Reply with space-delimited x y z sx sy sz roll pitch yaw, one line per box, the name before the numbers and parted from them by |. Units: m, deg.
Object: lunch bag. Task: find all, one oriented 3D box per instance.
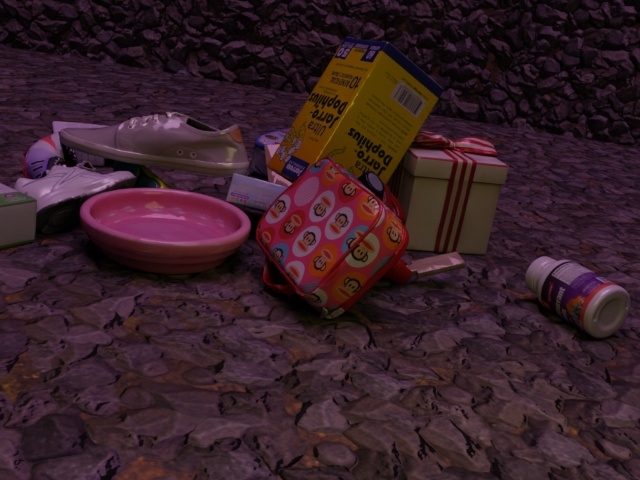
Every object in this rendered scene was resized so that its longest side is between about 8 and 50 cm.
lunch bag | 0.000 0.000 1.396 0.120 0.258 0.293 41 6 -37
lunch bag | -0.050 -0.244 2.219 0.243 0.115 0.303 17 22 16

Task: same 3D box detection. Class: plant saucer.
plant saucer | -0.307 -0.018 1.511 0.332 0.084 0.332 9 19 -3

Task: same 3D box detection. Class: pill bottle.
pill bottle | 0.495 0.103 1.488 0.108 0.108 0.193 -2 22 -28

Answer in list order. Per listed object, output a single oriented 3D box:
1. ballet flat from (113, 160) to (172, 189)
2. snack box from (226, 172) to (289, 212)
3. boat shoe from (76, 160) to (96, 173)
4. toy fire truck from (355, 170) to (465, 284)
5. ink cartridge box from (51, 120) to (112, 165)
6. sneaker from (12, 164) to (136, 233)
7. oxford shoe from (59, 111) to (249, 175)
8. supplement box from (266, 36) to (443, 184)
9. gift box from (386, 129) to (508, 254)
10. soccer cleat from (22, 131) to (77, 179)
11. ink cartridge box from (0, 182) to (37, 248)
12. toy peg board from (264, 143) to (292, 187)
ballet flat | -0.420 -0.136 1.832 0.077 0.077 0.231 20 9 -46
snack box | -0.113 -0.095 1.723 0.174 0.070 0.207 15 0 0
boat shoe | -0.590 -0.184 1.921 0.035 0.035 0.100 -5 24 -34
toy fire truck | 0.154 -0.005 1.555 0.246 0.158 0.217 32 38 -33
ink cartridge box | -0.617 -0.268 2.113 0.239 0.060 0.275 2 20 -22
sneaker | -0.506 -0.114 1.600 0.129 0.111 0.297 41 27 14
oxford shoe | -0.382 -0.239 1.775 0.449 0.130 0.169 7 14 5
supplement box | 0.075 -0.253 1.722 0.195 0.356 0.194 31 0 -32
gift box | 0.268 -0.135 1.830 0.255 0.258 0.276 2 21 -19
soccer cleat | -0.632 -0.153 1.756 0.116 0.109 0.318 -23 33 -4
ink cartridge box | -0.674 -0.058 1.444 0.219 0.093 0.160 21 22 31
toy peg board | -0.058 -0.168 1.990 0.160 0.079 0.161 -6 62 -5
